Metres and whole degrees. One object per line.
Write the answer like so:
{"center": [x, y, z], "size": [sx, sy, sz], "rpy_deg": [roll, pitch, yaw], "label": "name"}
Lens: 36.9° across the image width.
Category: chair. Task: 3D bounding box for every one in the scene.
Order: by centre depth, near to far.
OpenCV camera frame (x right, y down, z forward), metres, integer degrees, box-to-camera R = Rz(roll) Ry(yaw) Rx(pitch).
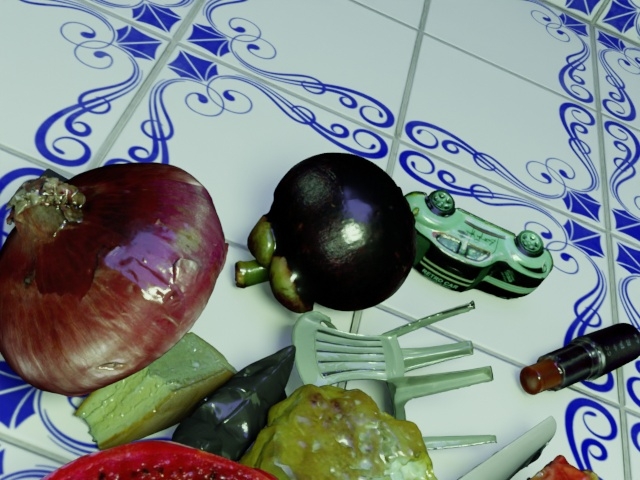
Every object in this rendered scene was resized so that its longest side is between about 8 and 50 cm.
{"center": [0.107, 0.192, 1.411], "size": [0.274, 0.191, 0.203], "rpy_deg": [-10, 45, 0], "label": "chair"}

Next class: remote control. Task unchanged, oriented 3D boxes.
{"center": [0.235, 0.351, 1.362], "size": [0.313, 0.109, 0.055], "rpy_deg": [-21, 59, -42], "label": "remote control"}

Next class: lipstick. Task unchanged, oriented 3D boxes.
{"center": [0.451, 0.207, 1.661], "size": [0.299, 0.081, 0.081], "rpy_deg": [-13, 54, -38], "label": "lipstick"}

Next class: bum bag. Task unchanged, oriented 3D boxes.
{"center": [-0.132, 0.249, 1.239], "size": [0.095, 0.144, 0.340], "rpy_deg": [34, 40, 12], "label": "bum bag"}

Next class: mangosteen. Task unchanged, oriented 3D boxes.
{"center": [0.000, 0.000, 1.527], "size": [0.302, 0.275, 0.275], "rpy_deg": [-25, 54, -2], "label": "mangosteen"}

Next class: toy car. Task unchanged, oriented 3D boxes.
{"center": [0.262, 0.026, 1.713], "size": [0.305, 0.136, 0.125], "rpy_deg": [26, 53, -4], "label": "toy car"}

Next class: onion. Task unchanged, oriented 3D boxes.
{"center": [-0.297, 0.017, 1.231], "size": [0.285, 0.347, 0.348], "rpy_deg": [56, 22, -38], "label": "onion"}

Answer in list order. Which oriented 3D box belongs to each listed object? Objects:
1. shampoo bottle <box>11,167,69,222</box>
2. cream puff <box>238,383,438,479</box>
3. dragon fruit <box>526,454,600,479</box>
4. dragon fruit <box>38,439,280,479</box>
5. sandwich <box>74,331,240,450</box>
{"center": [-0.309, 0.005, 1.462], "size": [0.309, 0.071, 0.098], "rpy_deg": [30, 37, -1], "label": "shampoo bottle"}
{"center": [0.019, 0.325, 1.210], "size": [0.281, 0.185, 0.282], "rpy_deg": [17, 39, -14], "label": "cream puff"}
{"center": [0.303, 0.457, 1.261], "size": [0.330, 0.302, 0.240], "rpy_deg": [44, 8, -3], "label": "dragon fruit"}
{"center": [-0.173, 0.407, 0.956], "size": [0.371, 0.249, 0.386], "rpy_deg": [29, 46, 21], "label": "dragon fruit"}
{"center": [-0.200, 0.193, 1.306], "size": [0.258, 0.096, 0.094], "rpy_deg": [-19, 52, -44], "label": "sandwich"}
